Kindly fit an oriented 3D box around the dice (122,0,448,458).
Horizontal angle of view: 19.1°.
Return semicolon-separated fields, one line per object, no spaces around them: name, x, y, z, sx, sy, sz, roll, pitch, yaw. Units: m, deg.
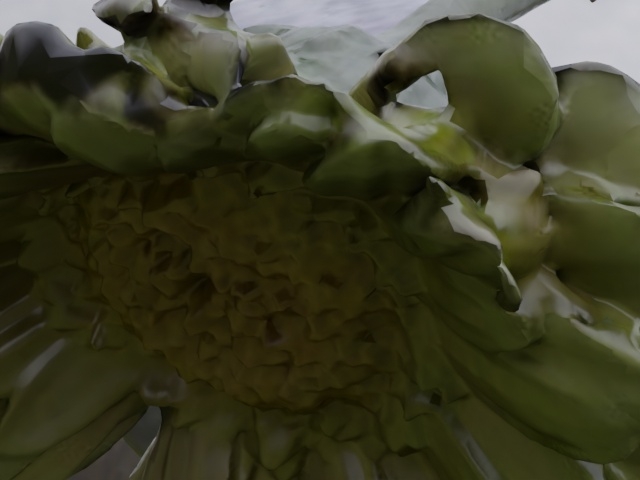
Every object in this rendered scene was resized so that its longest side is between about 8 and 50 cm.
dice;0.000;0.000;1.251;0.270;0.270;0.271;-7;-61;20

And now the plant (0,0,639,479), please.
plant;-0.006;-0.021;0.588;0.306;0.297;0.261;32;-9;17

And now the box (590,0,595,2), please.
box;0.224;-0.279;1.521;0.111;0.156;0.060;-29;-23;16
